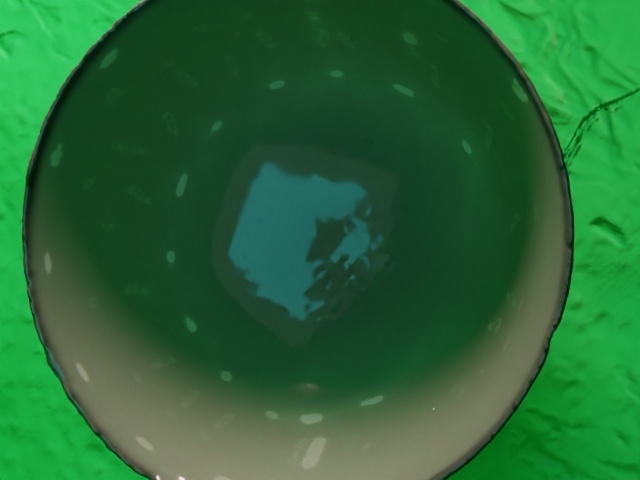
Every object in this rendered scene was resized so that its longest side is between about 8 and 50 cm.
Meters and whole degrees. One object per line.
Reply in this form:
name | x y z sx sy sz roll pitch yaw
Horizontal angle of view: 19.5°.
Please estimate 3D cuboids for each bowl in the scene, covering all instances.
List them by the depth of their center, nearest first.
bowl | 0.000 0.000 1.148 0.337 0.157 0.337 -1 88 16
